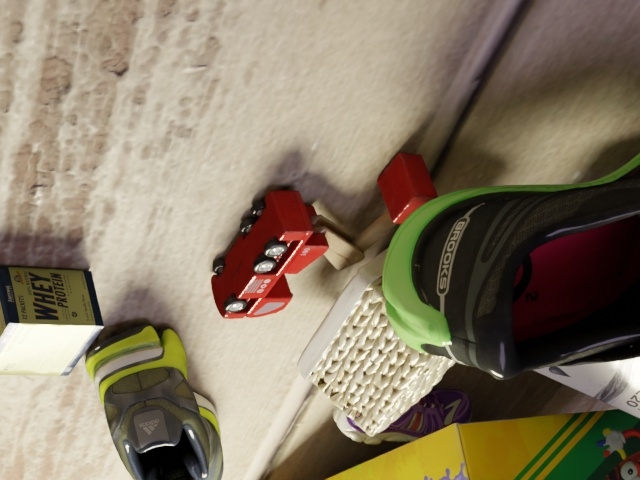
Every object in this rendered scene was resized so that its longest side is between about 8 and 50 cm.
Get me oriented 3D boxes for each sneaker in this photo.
[{"bbox_3d":[0.293,0.004,1.196,0.483,0.202,0.185,-23,118,-14],"label":"sneaker"},{"bbox_3d":[-0.151,0.199,1.418,0.111,0.121,0.300,-18,149,0],"label":"sneaker"},{"bbox_3d":[0.098,0.178,1.578,0.170,0.068,0.071,0,132,-34],"label":"sneaker"}]

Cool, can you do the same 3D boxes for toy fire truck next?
[{"bbox_3d":[0.000,0.000,1.254,0.135,0.047,0.192,0,145,-30],"label":"toy fire truck"}]

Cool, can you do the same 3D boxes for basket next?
[{"bbox_3d":[0.070,0.083,1.333,0.113,0.103,0.167,-33,164,-40],"label":"basket"}]

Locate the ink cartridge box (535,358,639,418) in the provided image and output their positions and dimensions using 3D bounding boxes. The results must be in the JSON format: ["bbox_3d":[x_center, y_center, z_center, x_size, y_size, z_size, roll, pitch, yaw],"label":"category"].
[{"bbox_3d":[0.292,0.077,1.393,0.218,0.092,0.158,23,139,-5],"label":"ink cartridge box"}]

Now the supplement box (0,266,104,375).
[{"bbox_3d":[-0.237,0.068,1.225,0.083,0.056,0.083,4,143,-33],"label":"supplement box"}]

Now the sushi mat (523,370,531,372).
[{"bbox_3d":[0.314,0.040,1.513,0.151,0.019,0.316,-8,147,-16],"label":"sushi mat"}]

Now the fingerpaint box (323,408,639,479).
[{"bbox_3d":[0.181,0.313,1.638,0.371,0.163,0.445,-1,160,-33],"label":"fingerpaint box"}]
